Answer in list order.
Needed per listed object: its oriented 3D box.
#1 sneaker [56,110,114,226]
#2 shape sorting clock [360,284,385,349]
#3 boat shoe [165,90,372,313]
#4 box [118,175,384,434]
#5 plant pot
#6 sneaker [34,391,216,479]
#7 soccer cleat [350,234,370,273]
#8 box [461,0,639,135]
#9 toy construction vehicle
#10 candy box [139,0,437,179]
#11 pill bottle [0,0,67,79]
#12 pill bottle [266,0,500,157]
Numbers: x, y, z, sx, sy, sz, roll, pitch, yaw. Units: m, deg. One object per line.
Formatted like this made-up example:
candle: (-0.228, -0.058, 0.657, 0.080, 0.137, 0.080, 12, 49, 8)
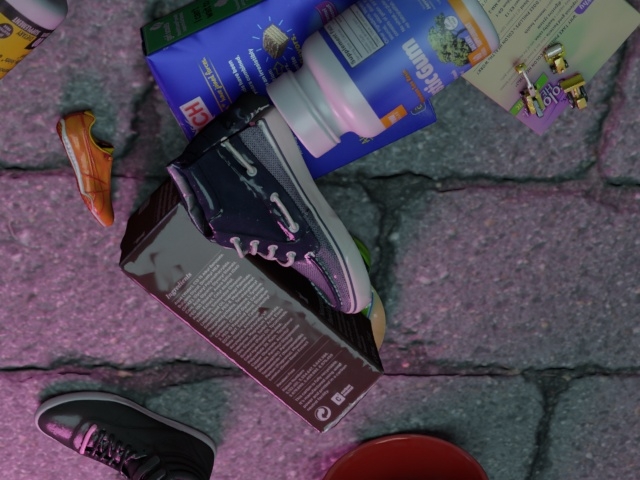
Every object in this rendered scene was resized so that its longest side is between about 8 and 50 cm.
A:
sneaker: (-0.311, -0.096, 1.836, 0.067, 0.064, 0.175, -19, 122, -11)
shape sorting clock: (-0.004, 0.128, 2.013, 0.206, 0.040, 0.206, -1, 114, -3)
boat shoe: (-0.070, -0.013, 1.723, 0.158, 0.127, 0.340, -38, 112, -20)
box: (-0.095, 0.078, 1.863, 0.381, 0.191, 0.143, 39, 103, -17)
plant pot: (0.144, 0.488, 2.114, 0.275, 0.275, 0.243, -12, 127, -3)
sneaker: (-0.292, 0.327, 2.007, 0.296, 0.147, 0.104, 21, 113, -18)
soccer cleat: (0.000, 0.000, 1.931, 0.179, 0.072, 0.060, 26, 110, -21)
box: (0.269, -0.306, 1.796, 0.243, 0.117, 0.213, 33, 107, -22)
toy construction vehicle: (0.311, -0.206, 1.766, 0.086, 0.035, 0.098, -23, 119, 3)
candy box: (-0.043, -0.222, 1.783, 0.317, 0.122, 0.268, -25, 118, 2)
pill bottle: (-0.495, -0.245, 1.656, 0.334, 0.188, 0.188, -40, 116, 12)
pill bottle: (0.073, -0.224, 1.648, 0.272, 0.152, 0.152, -36, 117, 6)
